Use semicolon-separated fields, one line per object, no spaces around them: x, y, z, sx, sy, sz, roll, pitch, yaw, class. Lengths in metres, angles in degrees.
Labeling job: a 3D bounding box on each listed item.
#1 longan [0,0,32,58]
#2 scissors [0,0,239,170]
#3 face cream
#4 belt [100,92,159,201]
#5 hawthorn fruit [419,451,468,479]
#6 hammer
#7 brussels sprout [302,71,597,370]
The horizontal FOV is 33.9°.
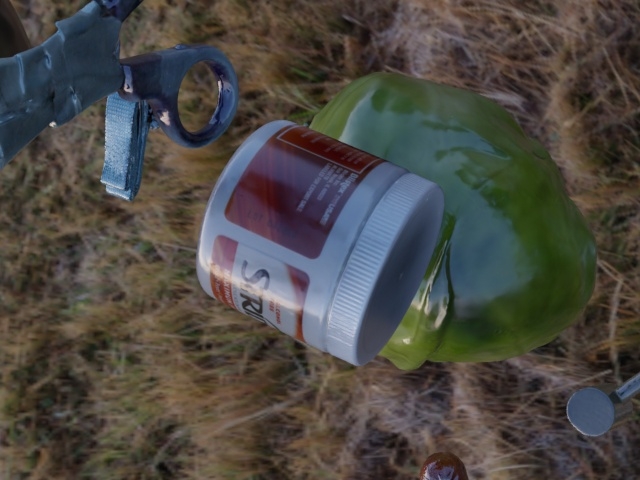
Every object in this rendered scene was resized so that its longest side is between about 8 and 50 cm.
-0.399;-0.160;0.874;0.350;0.288;0.288;37;102;35;longan
-0.175;-0.115;0.737;0.029;0.383;0.256;13;129;26;scissors
0.000;0.000;1.059;0.187;0.201;0.201;24;95;17;face cream
-0.267;-0.147;1.477;0.065;0.100;0.179;19;119;9;belt
0.173;0.333;1.483;0.077;0.077;0.077;-6;79;32;hawthorn fruit
0.143;0.040;0.397;0.110;0.035;0.019;-39;70;20;hammer
0.152;-0.003;1.325;0.342;0.425;0.361;-49;22;5;brussels sprout
